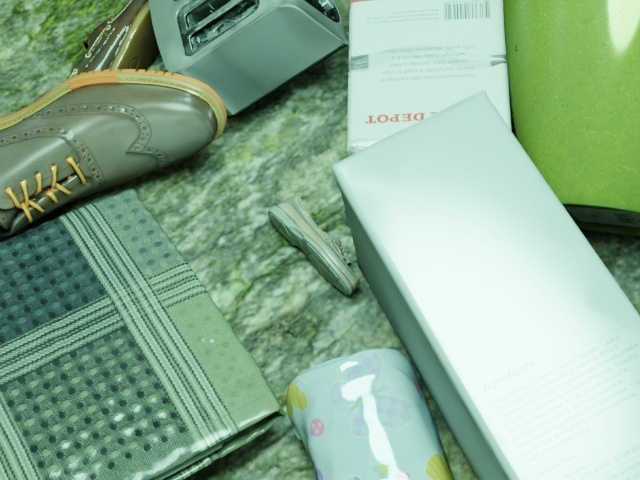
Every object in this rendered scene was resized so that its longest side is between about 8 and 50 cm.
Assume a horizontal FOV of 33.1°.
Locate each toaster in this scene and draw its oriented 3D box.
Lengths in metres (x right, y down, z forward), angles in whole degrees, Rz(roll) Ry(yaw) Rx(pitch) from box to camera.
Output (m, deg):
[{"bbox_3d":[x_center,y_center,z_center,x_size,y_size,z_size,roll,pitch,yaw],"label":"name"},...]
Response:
[{"bbox_3d":[-0.082,-0.236,1.103,0.186,0.110,0.168,-29,55,22],"label":"toaster"}]

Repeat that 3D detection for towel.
[{"bbox_3d":[-0.240,0.121,0.992,0.312,0.056,0.324,-25,56,-19],"label":"towel"}]

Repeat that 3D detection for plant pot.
[{"bbox_3d":[0.284,-0.160,0.992,0.275,0.275,0.293,9,82,12],"label":"plant pot"}]

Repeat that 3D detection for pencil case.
[{"bbox_3d":[0.056,0.227,0.904,0.124,0.113,0.273,-23,63,9],"label":"pencil case"}]

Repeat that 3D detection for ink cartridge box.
[{"bbox_3d":[0.110,-0.166,1.094,0.159,0.092,0.217,-2,63,8],"label":"ink cartridge box"}]

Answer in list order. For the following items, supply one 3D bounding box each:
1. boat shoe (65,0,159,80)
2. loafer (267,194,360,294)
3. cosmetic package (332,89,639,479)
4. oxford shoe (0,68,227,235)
[{"bbox_3d":[-0.228,-0.201,1.169,0.073,0.073,0.207,23,70,15],"label":"boat shoe"},{"bbox_3d":[0.000,0.000,1.059,0.039,0.045,0.125,-37,63,-17],"label":"loafer"},{"bbox_3d":[0.166,0.095,0.896,0.156,0.217,0.385,-26,66,-4],"label":"cosmetic package"},{"bbox_3d":[-0.266,-0.067,1.068,0.364,0.130,0.132,-14,45,12],"label":"oxford shoe"}]
